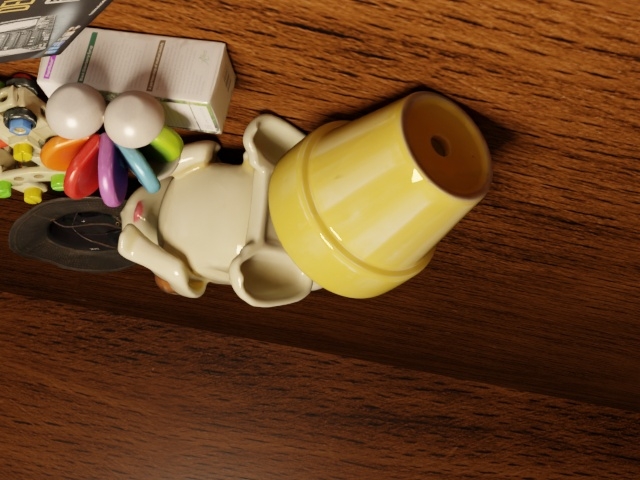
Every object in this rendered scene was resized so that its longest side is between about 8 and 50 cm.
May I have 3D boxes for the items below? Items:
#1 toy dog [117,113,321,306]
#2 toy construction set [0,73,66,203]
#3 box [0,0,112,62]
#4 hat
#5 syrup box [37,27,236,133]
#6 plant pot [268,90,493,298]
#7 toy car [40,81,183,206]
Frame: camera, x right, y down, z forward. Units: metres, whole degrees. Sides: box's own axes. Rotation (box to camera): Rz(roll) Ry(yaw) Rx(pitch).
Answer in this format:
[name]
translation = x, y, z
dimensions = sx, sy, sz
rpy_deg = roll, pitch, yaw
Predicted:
[toy dog]
translation = -0.159, -0.037, 1.543
dimensions = 0.408, 0.284, 0.395
rpy_deg = -2, 177, 40
[toy construction set]
translation = -0.509, -0.158, 1.452
dimensions = 0.215, 0.151, 0.328
rpy_deg = -13, 171, 16
[box]
translation = -0.353, -0.261, 0.973
dimensions = 0.243, 0.076, 0.307
rpy_deg = -19, -177, -35
[hat]
translation = -0.450, -0.057, 1.803
dimensions = 0.332, 0.133, 0.331
rpy_deg = -7, 156, -3
[syrup box]
translation = -0.242, -0.215, 1.219
dimensions = 0.237, 0.096, 0.093
rpy_deg = 9, 161, 8
[plant pot]
translation = 0.095, -0.077, 1.254
dimensions = 0.254, 0.253, 0.239
rpy_deg = 20, 145, -29
[toy car]
translation = -0.271, -0.111, 1.174
dimensions = 0.182, 0.136, 0.159
rpy_deg = 9, 160, 5
